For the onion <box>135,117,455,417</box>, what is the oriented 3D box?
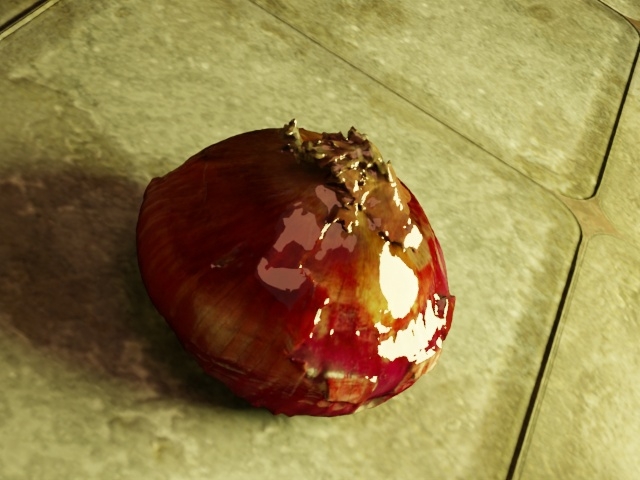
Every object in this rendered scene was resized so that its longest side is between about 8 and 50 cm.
[{"bbox_3d":[0.000,0.000,0.814,0.230,0.163,0.230,28,31,-18],"label":"onion"}]
